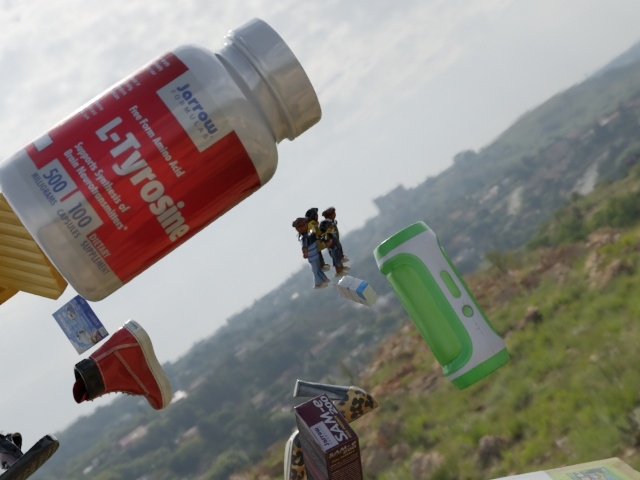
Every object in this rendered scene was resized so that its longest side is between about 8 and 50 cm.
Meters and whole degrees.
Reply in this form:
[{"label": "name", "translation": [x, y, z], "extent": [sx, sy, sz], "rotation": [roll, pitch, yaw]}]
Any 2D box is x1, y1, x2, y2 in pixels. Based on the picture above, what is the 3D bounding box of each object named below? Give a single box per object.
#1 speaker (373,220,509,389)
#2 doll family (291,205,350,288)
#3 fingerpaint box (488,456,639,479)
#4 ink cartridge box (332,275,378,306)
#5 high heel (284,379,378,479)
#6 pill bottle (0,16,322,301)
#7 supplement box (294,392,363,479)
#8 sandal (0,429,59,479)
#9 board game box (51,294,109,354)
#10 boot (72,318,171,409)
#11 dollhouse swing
[{"label": "speaker", "translation": [0.219, 0.117, 1.666], "extent": [0.131, 0.297, 0.131], "rotation": [-30, -10, -6]}, {"label": "doll family", "translation": [0.000, 0.000, 1.435], "extent": [0.076, 0.111, 0.193], "rotation": [-14, 13, 1]}, {"label": "fingerpaint box", "translation": [0.339, 0.462, 1.199], "extent": [0.371, 0.163, 0.445], "rotation": [-7, 8, -12]}, {"label": "ink cartridge box", "translation": [0.067, 0.097, 1.799], "extent": [0.083, 0.048, 0.028], "rotation": [17, 60, 43]}, {"label": "high heel", "translation": [0.022, 0.437, 1.963], "extent": [0.186, 0.261, 0.093], "rotation": [10, -11, -7]}, {"label": "pill bottle", "translation": [-0.208, -0.120, 1.246], "extent": [0.407, 0.229, 0.229], "rotation": [-37, -2, -9]}, {"label": "supplement box", "translation": [0.021, 0.423, 1.752], "extent": [0.073, 0.130, 0.239], "rotation": [-24, -48, -18]}, {"label": "sandal", "translation": [-0.626, 0.440, 1.728], "extent": [0.167, 0.107, 0.445], "rotation": [-41, 2, -42]}, {"label": "board game box", "translation": [-0.426, 0.149, 1.626], "extent": [0.090, 0.090, 0.020], "rotation": [-33, 2, 42]}, {"label": "boot", "translation": [-0.397, 0.289, 1.812], "extent": [0.176, 0.088, 0.244], "rotation": [-41, -40, -25]}, {"label": "dollhouse swing", "translation": [-0.793, 0.060, 2.004], "extent": [0.305, 0.347, 0.315], "rotation": [24, 52, 38]}]
